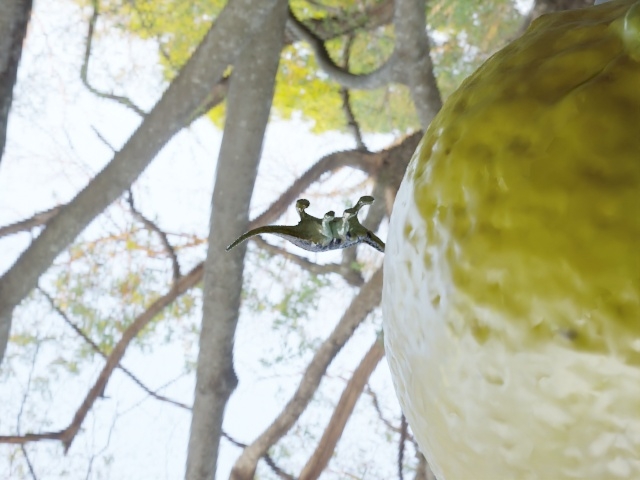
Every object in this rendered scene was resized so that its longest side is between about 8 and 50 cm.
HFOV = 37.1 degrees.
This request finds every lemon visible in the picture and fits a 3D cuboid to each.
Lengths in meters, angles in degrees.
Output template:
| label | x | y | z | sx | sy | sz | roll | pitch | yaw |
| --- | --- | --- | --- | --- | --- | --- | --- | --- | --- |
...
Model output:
| label | x | y | z | sx | sy | sz | roll | pitch | yaw |
| --- | --- | --- | --- | --- | --- | --- | --- | --- | --- |
| lemon | 0.188 | 0.035 | 0.528 | 0.336 | 0.336 | 0.336 | 12 | -148 | -8 |

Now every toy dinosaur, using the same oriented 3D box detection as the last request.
| label | x | y | z | sx | sy | sz | roll | pitch | yaw |
| --- | --- | --- | --- | --- | --- | --- | --- | --- | --- |
| toy dinosaur | 0.004 | -0.013 | 0.828 | 0.180 | 0.058 | 0.037 | 5 | -159 | -22 |

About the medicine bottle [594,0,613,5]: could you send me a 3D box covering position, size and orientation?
| label | x | y | z | sx | sy | sz | roll | pitch | yaw |
| --- | --- | --- | --- | --- | --- | --- | --- | --- | --- |
| medicine bottle | 0.282 | -0.159 | 0.748 | 0.140 | 0.079 | 0.079 | 22 | -154 | -33 |
